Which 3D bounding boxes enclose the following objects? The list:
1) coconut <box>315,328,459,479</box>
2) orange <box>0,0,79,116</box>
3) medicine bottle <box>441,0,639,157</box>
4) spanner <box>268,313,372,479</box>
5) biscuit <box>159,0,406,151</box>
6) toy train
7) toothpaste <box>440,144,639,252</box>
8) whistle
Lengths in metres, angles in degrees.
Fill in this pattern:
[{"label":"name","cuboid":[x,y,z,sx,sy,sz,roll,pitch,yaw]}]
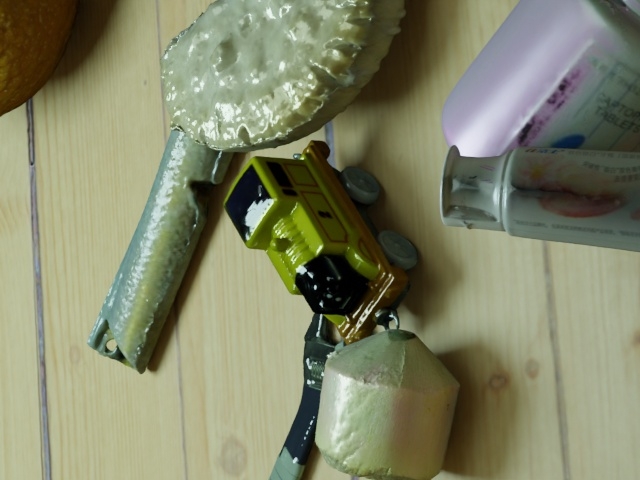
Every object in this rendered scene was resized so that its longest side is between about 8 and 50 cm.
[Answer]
[{"label":"coconut","cuboid":[0.056,0.134,1.643,0.116,0.116,0.122,19,100,49]},{"label":"orange","cuboid":[-0.422,-0.272,2.098,0.357,0.322,0.322,-6,82,56]},{"label":"medicine bottle","cuboid":[0.213,-0.141,1.458,0.254,0.152,0.152,-51,51,33]},{"label":"spanner","cuboid":[-0.028,0.201,1.813,0.087,0.024,0.315,43,120,44]},{"label":"biscuit","cuboid":[-0.027,-0.170,1.739,0.281,0.084,0.179,-34,50,26]},{"label":"toy train","cuboid":[0.000,0.000,1.714,0.089,0.127,0.219,-55,48,32]},{"label":"toothpaste","cuboid":[0.247,-0.025,1.381,0.323,0.066,0.100,6,89,16]},{"label":"whistle","cuboid":[-0.148,-0.015,1.940,0.068,0.057,0.326,25,113,3]}]
